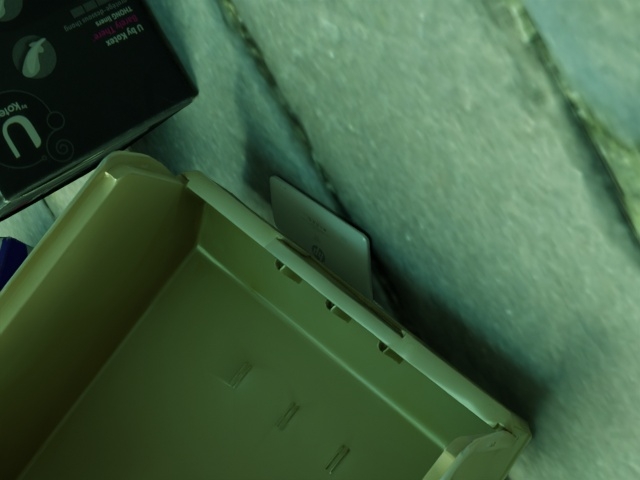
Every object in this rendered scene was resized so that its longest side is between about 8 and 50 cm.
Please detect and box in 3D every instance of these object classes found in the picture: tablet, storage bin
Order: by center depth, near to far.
[{"bbox_3d":[-0.067,0.125,0.706,0.262,0.260,0.123,37,180,27],"label":"storage bin"},{"bbox_3d":[0.000,0.000,0.765,0.083,0.006,0.054,35,145,36],"label":"tablet"}]

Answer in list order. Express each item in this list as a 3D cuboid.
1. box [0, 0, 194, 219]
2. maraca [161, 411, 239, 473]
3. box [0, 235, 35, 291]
[{"bbox_3d":[-0.227,-0.154,0.821,0.270,0.143,0.165,59,153,-5],"label":"box"},{"bbox_3d":[-0.096,0.196,0.814,0.127,0.099,0.185,27,111,22],"label":"maraca"},{"bbox_3d":[-0.202,0.075,0.858,0.072,0.126,0.137,3,163,29],"label":"box"}]
